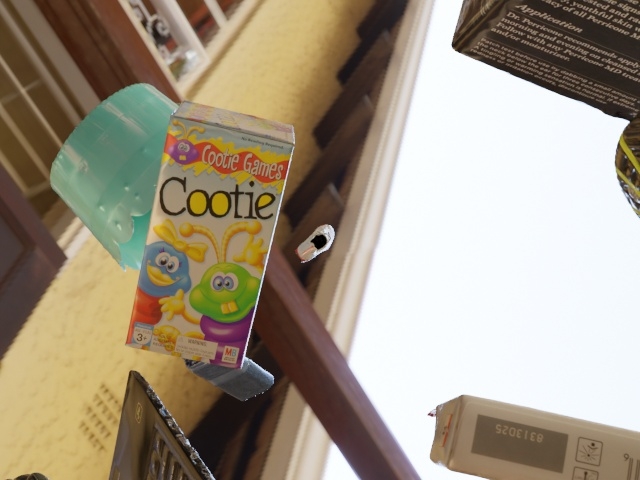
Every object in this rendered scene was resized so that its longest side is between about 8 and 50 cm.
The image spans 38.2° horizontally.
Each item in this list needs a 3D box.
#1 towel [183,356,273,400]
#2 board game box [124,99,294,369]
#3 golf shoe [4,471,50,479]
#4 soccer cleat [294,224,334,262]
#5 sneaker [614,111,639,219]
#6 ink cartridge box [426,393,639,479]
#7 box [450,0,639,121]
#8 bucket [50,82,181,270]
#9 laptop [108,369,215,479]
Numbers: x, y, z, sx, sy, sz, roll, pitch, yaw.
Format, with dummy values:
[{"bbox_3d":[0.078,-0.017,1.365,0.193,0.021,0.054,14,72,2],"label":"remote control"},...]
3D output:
[{"bbox_3d":[-0.121,0.171,1.228,0.067,0.119,0.029,-25,-135,26],"label":"towel"},{"bbox_3d":[-0.129,-0.010,1.104,0.142,0.275,0.144,12,-165,-5],"label":"board game box"},{"bbox_3d":[-0.394,0.462,1.272,0.105,0.273,0.120,0,159,-12],"label":"golf shoe"},{"bbox_3d":[0.000,0.000,1.126,0.035,0.029,0.083,-32,-177,37],"label":"soccer cleat"},{"bbox_3d":[0.399,-0.018,0.849,0.147,0.384,0.145,-42,-141,8],"label":"sneaker"},{"bbox_3d":[0.133,0.126,0.523,0.145,0.179,0.045,12,-105,4],"label":"ink cartridge box"},{"bbox_3d":[0.397,-0.439,0.957,0.472,0.297,0.480,144,-37,-72],"label":"box"},{"bbox_3d":[-0.290,-0.109,1.516,0.281,0.183,0.281,-46,171,-9],"label":"bucket"},{"bbox_3d":[-0.137,0.220,0.461,0.136,0.234,0.264,8,-168,-29],"label":"laptop"}]
